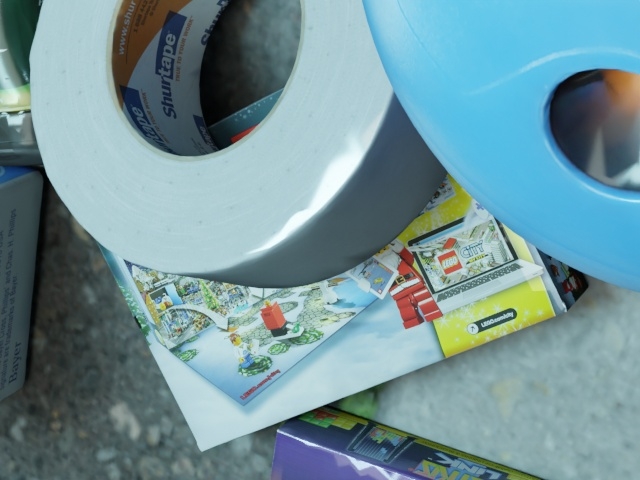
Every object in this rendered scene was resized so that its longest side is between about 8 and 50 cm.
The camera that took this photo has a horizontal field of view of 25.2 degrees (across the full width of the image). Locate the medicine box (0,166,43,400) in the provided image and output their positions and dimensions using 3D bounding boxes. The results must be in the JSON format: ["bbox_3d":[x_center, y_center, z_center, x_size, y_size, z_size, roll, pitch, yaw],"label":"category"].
[{"bbox_3d":[-0.343,0.025,0.779,0.264,0.289,0.149,18,112,19],"label":"medicine box"}]

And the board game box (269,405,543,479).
[{"bbox_3d":[0.050,0.182,0.780,0.170,0.048,0.141,16,112,20],"label":"board game box"}]

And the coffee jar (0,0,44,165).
[{"bbox_3d":[-0.171,-0.131,0.774,0.096,0.079,0.184,-1,105,25],"label":"coffee jar"}]

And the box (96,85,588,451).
[{"bbox_3d":[0.000,0.000,0.751,0.233,0.044,0.159,-24,93,29],"label":"box"}]

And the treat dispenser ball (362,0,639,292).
[{"bbox_3d":[0.154,-0.118,0.508,0.288,0.288,0.288,7,108,23],"label":"treat dispenser ball"}]

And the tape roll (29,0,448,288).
[{"bbox_3d":[-0.036,-0.088,0.683,0.219,0.072,0.219,-5,81,32],"label":"tape roll"}]
